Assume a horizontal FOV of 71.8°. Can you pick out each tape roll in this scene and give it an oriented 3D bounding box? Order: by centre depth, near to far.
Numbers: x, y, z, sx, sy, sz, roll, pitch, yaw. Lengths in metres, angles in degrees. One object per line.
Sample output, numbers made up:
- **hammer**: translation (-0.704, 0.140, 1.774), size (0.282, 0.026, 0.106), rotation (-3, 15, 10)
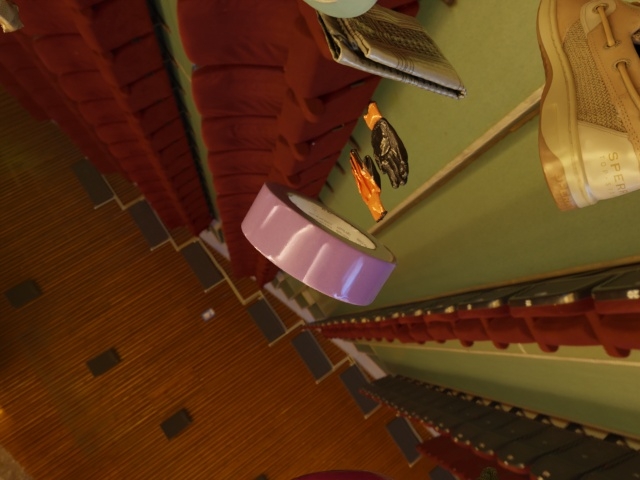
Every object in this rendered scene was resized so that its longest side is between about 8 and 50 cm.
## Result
- **tape roll**: translation (0.000, 0.000, 0.795), size (0.275, 0.090, 0.275), rotation (31, -169, -6)

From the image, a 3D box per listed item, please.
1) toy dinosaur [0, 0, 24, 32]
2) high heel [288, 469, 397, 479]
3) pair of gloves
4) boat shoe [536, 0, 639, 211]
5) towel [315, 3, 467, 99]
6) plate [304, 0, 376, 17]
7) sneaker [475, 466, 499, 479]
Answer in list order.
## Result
- **toy dinosaur**: translation (-0.203, -0.132, 0.226), size (0.183, 0.053, 0.092), rotation (-96, -4, -56)
- **high heel**: translation (0.114, 0.378, 0.511), size (0.181, 0.377, 0.127), rotation (74, -153, -85)
- **pair of gloves**: translation (0.047, -0.063, 0.369), size (0.083, 0.010, 0.074), rotation (116, 136, -59)
- **boat shoe**: translation (0.299, -0.178, 0.457), size (0.110, 0.341, 0.121), rotation (-12, 140, 41)
- **towel**: translation (0.139, -0.445, 0.952), size (0.056, 0.324, 0.312), rotation (-56, 39, 44)
- **plate**: translation (-0.007, -0.338, 0.502), size (0.188, 0.024, 0.188), rotation (35, 161, 14)
- **sneaker**: translation (0.292, 0.448, 0.711), size (0.051, 0.089, 0.170), rotation (-66, 26, 19)
